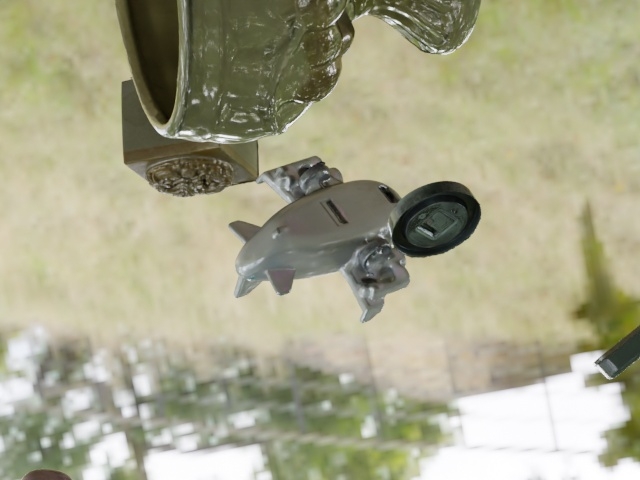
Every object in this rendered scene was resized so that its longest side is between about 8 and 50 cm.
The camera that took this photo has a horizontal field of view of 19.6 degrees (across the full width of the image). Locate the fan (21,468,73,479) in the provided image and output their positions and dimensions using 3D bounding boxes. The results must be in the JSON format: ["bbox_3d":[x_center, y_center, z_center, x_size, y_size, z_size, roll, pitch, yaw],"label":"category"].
[{"bbox_3d":[-0.277,0.340,1.945,0.130,0.074,0.244,8,-139,-24],"label":"fan"}]

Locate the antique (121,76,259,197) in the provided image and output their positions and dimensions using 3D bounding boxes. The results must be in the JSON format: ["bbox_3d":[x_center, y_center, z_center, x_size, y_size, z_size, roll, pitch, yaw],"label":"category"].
[{"bbox_3d":[-0.173,-0.140,2.484,0.146,0.148,0.152,-10,161,17],"label":"antique"}]

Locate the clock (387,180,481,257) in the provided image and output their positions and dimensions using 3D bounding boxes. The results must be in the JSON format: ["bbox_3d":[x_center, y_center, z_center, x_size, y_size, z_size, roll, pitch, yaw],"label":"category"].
[{"bbox_3d":[0.099,-0.019,1.626,0.085,0.085,0.017,-13,-129,-12],"label":"clock"}]

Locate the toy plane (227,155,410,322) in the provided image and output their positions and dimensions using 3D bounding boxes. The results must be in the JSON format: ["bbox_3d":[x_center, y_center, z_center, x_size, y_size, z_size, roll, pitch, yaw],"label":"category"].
[{"bbox_3d":[0.001,-0.003,2.329,0.252,0.252,0.118,-14,146,-24],"label":"toy plane"}]

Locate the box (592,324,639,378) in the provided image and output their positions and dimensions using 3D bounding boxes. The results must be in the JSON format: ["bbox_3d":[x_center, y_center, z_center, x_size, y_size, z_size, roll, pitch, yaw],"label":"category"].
[{"bbox_3d":[0.365,0.128,2.188,0.091,0.031,0.126,-39,171,1],"label":"box"}]

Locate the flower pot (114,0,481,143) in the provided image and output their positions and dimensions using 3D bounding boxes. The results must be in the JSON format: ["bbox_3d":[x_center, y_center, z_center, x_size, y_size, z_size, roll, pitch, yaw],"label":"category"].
[{"bbox_3d":[-0.021,-0.230,1.388,0.244,0.307,0.307,-11,-173,-14],"label":"flower pot"}]
